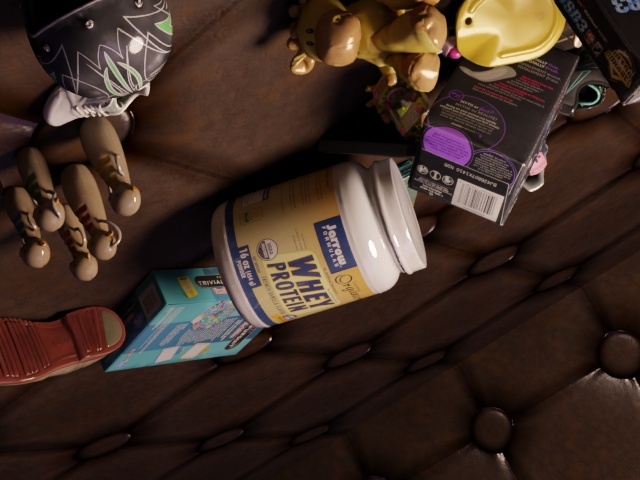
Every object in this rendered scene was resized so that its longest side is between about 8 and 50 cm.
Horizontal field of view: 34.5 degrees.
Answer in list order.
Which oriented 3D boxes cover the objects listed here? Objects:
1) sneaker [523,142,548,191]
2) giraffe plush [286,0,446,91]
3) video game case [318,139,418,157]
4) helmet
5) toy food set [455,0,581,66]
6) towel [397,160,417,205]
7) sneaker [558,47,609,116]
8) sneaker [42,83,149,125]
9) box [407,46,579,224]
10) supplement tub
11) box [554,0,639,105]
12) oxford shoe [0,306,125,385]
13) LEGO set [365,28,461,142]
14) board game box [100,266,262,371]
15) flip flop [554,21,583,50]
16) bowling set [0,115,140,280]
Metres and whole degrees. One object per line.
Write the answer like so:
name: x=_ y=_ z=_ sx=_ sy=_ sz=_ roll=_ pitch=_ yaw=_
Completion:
sneaker: x=0.377 y=-0.197 z=1.898 sx=0.112 sy=0.131 sz=0.319 roll=-28 pitch=157 yaw=4
giraffe plush: x=0.048 y=-0.283 z=1.367 sx=0.170 sy=0.181 sz=0.210 roll=-5 pitch=-174 yaw=-22
video game case: x=0.161 y=-0.152 z=1.752 sx=0.274 sy=0.026 sz=0.196 roll=-4 pitch=-171 yaw=-44
helmet: x=-0.239 y=-0.232 z=1.117 sx=0.169 sy=0.161 sz=0.169 roll=-22 pitch=157 yaw=-10
toy food set: x=0.293 y=-0.339 z=1.554 sx=0.217 sy=0.071 sz=0.128 roll=-11 pitch=115 yaw=-13
towel: x=0.062 y=-0.024 z=2.065 sx=0.271 sy=0.040 sz=0.370 roll=-21 pitch=159 yaw=-9
sneaker: x=0.460 y=-0.273 z=1.793 sx=0.267 sy=0.106 sz=0.101 roll=-28 pitch=142 yaw=-36
sneaker: x=-0.285 y=-0.183 z=1.311 sx=0.152 sy=0.061 sz=0.053 roll=-29 pitch=159 yaw=10
box: x=0.264 y=-0.183 z=1.577 sx=0.270 sy=0.165 sz=0.143 roll=-57 pitch=166 yaw=-36
supplement tub: x=0.000 y=0.000 z=1.731 sx=0.316 sy=0.228 sz=0.228 roll=-18 pitch=159 yaw=12
box: x=0.474 y=-0.342 z=1.474 sx=0.295 sy=0.293 sz=0.073 roll=-12 pitch=153 yaw=-29
oxford shoe: x=-0.523 y=0.210 z=1.838 sx=0.348 sy=0.123 sz=0.130 roll=-5 pitch=155 yaw=-40
LEGO set: x=0.151 y=-0.210 z=1.658 sx=0.132 sy=0.107 sz=0.287 roll=-21 pitch=157 yaw=-12
board game box: x=-0.245 y=0.150 z=2.055 sx=0.336 sy=0.079 sz=0.254 roll=-2 pitch=147 yaw=-45
flip flop: x=0.386 y=-0.350 z=1.659 sx=0.277 sy=0.080 sz=0.112 roll=-22 pitch=160 yaw=33
bowling set: x=-0.380 y=-0.029 z=1.421 sx=0.200 sy=0.154 sz=0.287 roll=-13 pitch=154 yaw=-30
